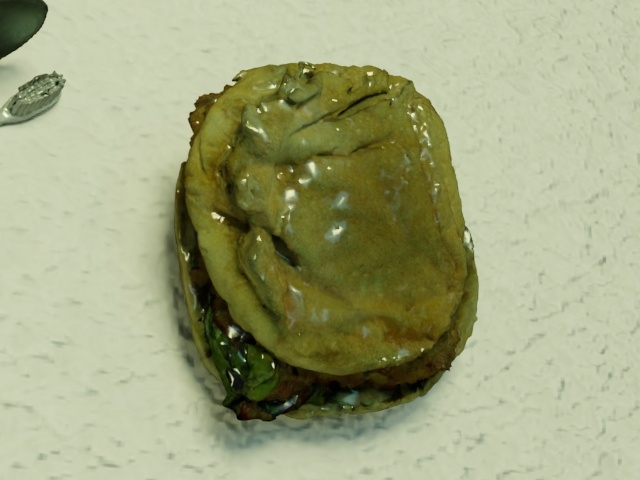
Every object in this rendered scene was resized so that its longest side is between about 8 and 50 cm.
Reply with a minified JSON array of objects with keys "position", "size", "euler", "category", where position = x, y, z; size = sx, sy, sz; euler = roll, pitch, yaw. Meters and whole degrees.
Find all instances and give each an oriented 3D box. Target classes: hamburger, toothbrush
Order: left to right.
[{"position":[-0.239,-0.034,0.767],"size":[0.257,0.024,0.018],"euler":[-34,86,-34],"category":"toothbrush"},{"position":[0.000,0.000,0.835],"size":[0.183,0.130,0.206],"euler":[-9,91,-30],"category":"hamburger"}]

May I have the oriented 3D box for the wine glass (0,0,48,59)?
[{"position":[-0.234,-0.200,0.803],"size":[0.093,0.093,0.202],"euler":[-20,78,-34],"category":"wine glass"}]
